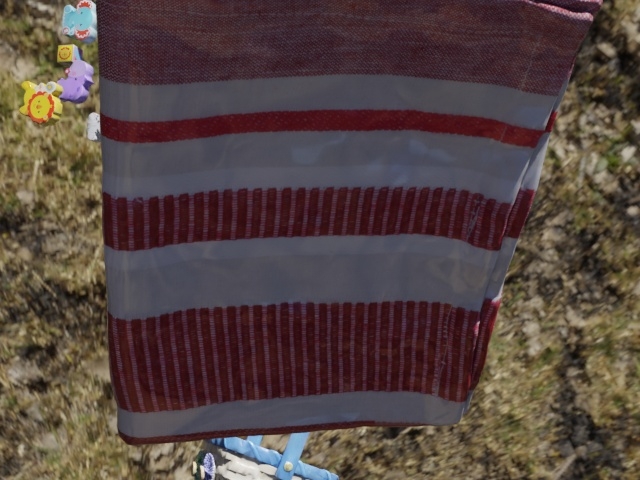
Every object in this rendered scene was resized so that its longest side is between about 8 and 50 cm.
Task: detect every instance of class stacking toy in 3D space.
[{"bbox_3d":[-0.299,-0.236,1.172,0.052,0.167,0.221,0,84,17],"label":"stacking toy"}]

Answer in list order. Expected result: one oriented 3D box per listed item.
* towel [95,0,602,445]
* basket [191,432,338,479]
[{"bbox_3d":[0.000,0.000,0.525,0.237,0.329,0.037,-1,40,-12],"label":"towel"},{"bbox_3d":[-0.075,0.316,1.416,0.201,0.255,0.289,28,72,-10],"label":"basket"}]
